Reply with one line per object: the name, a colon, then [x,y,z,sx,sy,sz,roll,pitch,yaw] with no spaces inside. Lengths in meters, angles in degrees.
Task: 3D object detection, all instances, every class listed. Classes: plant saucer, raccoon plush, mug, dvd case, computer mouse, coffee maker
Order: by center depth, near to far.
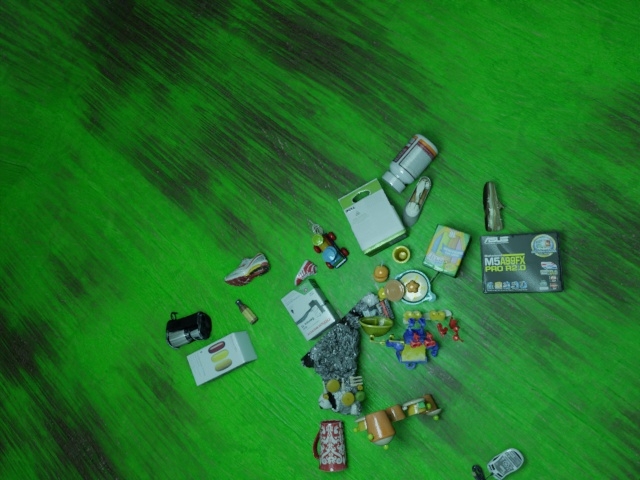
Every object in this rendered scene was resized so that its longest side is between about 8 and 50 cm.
computer mouse: [0.633,0.804,1.608,0.193,0.042,0.106,-43,68,14]
raccoon plush: [0.136,0.454,1.734,0.299,0.216,0.446,45,100,11]
dvd case: [0.224,0.284,1.742,0.013,0.119,0.087,-14,100,59]
plant saucer: [0.281,0.192,1.745,0.083,0.013,0.084,1,92,34]
mug: [0.028,0.793,1.771,0.150,0.113,0.170,-6,78,16]
coffee maker: [-0.587,0.377,2.022,0.178,0.120,0.171,-19,76,14]

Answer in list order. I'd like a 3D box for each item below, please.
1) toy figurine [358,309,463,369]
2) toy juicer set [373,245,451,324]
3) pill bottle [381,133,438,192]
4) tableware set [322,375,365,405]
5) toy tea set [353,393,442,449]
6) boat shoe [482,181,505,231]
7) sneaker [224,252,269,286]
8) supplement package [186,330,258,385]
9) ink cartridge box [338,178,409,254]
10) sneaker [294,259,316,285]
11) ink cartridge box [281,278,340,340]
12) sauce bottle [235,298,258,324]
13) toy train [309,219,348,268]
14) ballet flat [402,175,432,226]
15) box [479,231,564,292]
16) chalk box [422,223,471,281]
toy figurine: [0.320,0.400,1.669,0.362,0.191,0.217,-1,117,-7]
toy juicer set: [0.327,0.202,1.762,0.209,0.089,0.329,-35,74,11]
pill bottle: [0.352,-0.303,1.806,0.121,0.121,0.221,43,97,18]
tableware set: [0.083,0.545,1.643,0.154,0.024,0.104,-7,89,-6]
toy tea set: [0.290,0.649,1.621,0.335,0.200,0.124,-14,68,-11]
boat shoe: [0.658,-0.128,1.719,0.072,0.068,0.190,-3,92,5]
sneaker: [-0.325,0.131,1.999,0.225,0.088,0.093,-27,55,13]
supplement package: [-0.416,0.499,1.941,0.244,0.134,0.139,-29,75,12]
ink cartridge box: [0.214,-0.091,1.837,0.188,0.097,0.255,-29,72,13]
sneaker: [-0.060,0.147,1.921,0.067,0.042,0.119,27,89,23]
ink cartridge box: [-0.039,0.286,1.872,0.153,0.087,0.208,-39,74,10]
sauce bottle: [-0.324,0.310,1.987,0.042,0.042,0.128,-46,70,7]
toy train: [0.000,0.000,1.868,0.105,0.143,0.248,-41,73,8]
ballet flat: [0.378,-0.159,1.806,0.072,0.068,0.213,25,91,20]
box: [0.728,0.084,1.663,0.269,0.060,0.217,-3,82,18]
chalk box: [0.469,0.064,1.713,0.132,0.132,0.213,21,91,20]
